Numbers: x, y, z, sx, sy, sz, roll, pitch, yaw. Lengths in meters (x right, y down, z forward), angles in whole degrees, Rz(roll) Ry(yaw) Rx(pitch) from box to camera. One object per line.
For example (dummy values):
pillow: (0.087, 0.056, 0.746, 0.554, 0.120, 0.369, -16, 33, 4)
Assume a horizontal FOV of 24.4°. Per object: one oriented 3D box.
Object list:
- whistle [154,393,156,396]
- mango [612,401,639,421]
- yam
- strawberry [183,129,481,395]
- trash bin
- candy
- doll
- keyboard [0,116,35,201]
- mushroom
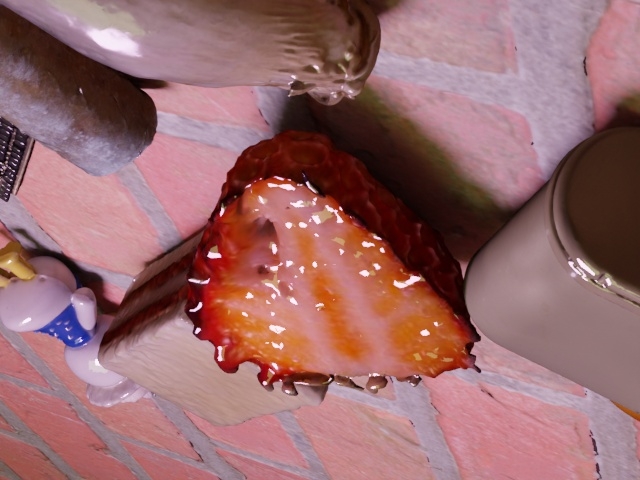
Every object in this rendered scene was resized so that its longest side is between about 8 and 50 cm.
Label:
whistle: (-0.256, 0.195, 2.062, 0.033, 0.029, 0.083, 29, 170, 34)
mango: (0.307, 0.135, 1.313, 0.127, 0.063, 0.077, 20, 162, 25)
yam: (-0.234, -0.135, 1.177, 0.093, 0.093, 0.259, 9, 164, 34)
strawberry: (-0.010, 0.008, 1.266, 0.253, 0.150, 0.280, -18, 131, 36)
trash bin: (0.243, 0.038, 1.100, 0.243, 0.121, 0.247, 27, 160, -5)
candy: (-0.099, 0.093, 1.546, 0.179, 0.135, 0.321, 31, 158, -14)
doll: (-0.298, 0.106, 1.813, 0.138, 0.119, 0.293, -16, 131, 35)
keyboard: (-0.321, -0.114, 1.457, 0.106, 0.027, 0.317, 28, 157, -7)
mushroom: (-0.151, -0.190, 0.994, 0.397, 0.126, 0.177, 24, -174, 7)
